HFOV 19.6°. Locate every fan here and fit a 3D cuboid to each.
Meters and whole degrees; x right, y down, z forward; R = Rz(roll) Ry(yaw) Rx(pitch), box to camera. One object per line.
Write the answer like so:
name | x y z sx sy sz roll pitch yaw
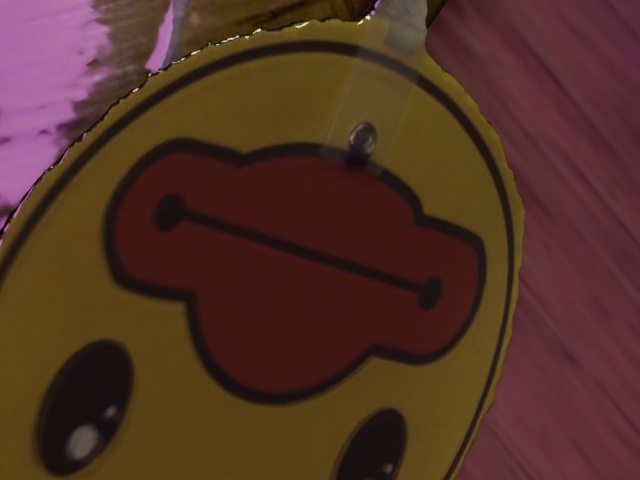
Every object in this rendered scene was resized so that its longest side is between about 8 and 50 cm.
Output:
fan | -0.001 0.000 0.555 0.011 0.230 0.335 26 95 42

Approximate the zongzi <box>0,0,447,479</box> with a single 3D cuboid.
zongzi | -0.011 -0.039 0.597 0.300 0.138 0.286 -8 94 -12
